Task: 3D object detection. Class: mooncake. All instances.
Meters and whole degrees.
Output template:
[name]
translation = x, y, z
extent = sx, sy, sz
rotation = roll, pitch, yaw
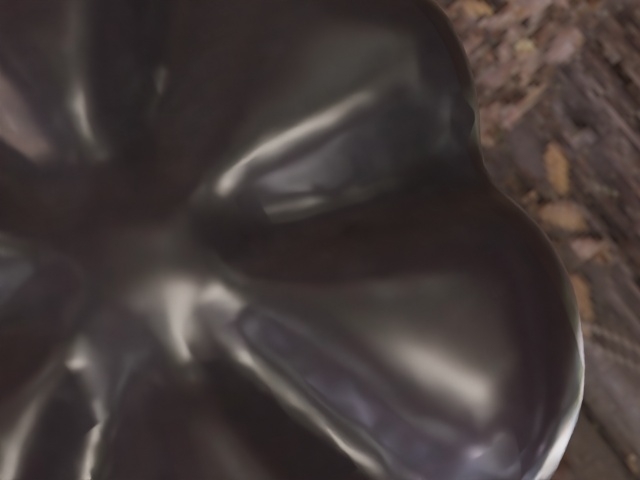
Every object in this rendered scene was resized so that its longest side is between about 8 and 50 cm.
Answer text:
[mooncake]
translation = -0.057, 0.028, 0.430
extent = 0.245, 0.245, 0.133
rotation = -28, 170, -20
